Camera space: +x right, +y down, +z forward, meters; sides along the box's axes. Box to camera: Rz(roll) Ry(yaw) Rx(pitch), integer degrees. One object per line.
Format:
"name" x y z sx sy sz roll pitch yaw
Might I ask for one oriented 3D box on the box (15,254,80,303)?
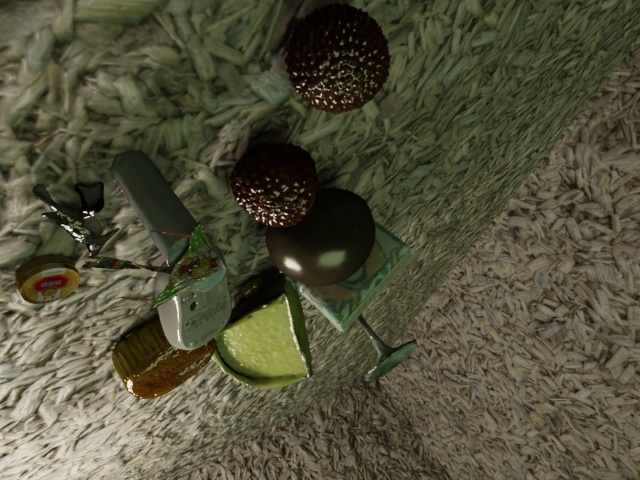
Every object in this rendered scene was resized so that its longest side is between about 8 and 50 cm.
"box" -0.515 0.074 0.879 0.106 0.037 0.105 -29 152 -17

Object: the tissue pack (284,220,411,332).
"tissue pack" 0.083 0.079 1.367 0.311 0.228 0.128 -46 155 -10

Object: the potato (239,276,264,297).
"potato" -0.203 0.138 1.371 0.083 0.040 0.051 -31 140 -17

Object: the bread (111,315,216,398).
"bread" -0.416 0.306 1.259 0.254 0.142 0.227 -30 145 -13

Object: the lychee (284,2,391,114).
"lychee" 0.029 -0.316 0.805 0.188 0.188 0.188 -30 152 -18

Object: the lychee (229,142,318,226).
"lychee" -0.096 -0.115 0.963 0.188 0.188 0.188 -30 152 -18

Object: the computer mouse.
"computer mouse" -0.310 0.127 1.106 0.184 0.121 0.296 -40 150 -35

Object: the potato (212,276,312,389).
"potato" -0.192 0.284 1.464 0.280 0.212 0.330 -15 113 3

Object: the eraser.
"eraser" -0.264 -0.032 0.814 0.081 0.227 0.174 -37 153 -10

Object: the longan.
"longan" 0.000 0.000 1.187 0.300 0.243 0.300 -18 152 -10

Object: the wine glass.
"wine glass" 0.114 0.238 1.528 0.267 0.406 0.267 -27 151 -16

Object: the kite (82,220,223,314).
"kite" -0.241 0.043 0.699 0.198 0.006 0.244 -52 151 20

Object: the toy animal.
"toy animal" -0.421 -0.031 0.824 0.105 0.070 0.202 -14 149 -17
